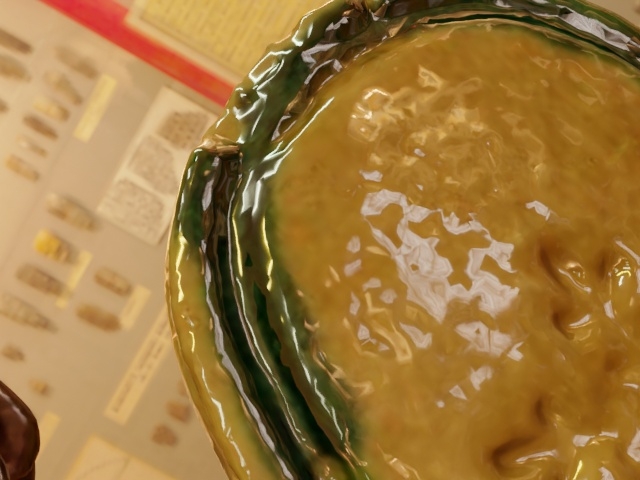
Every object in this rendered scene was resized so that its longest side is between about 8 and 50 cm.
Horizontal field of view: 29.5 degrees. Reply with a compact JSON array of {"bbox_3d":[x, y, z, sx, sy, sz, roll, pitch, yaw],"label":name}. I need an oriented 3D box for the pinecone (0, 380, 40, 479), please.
[{"bbox_3d":[-0.180,0.097,0.387,0.207,0.208,0.208,-59,6,10],"label":"pinecone"}]

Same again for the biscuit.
[{"bbox_3d":[0.124,0.043,0.389,0.287,0.344,0.057,-42,-2,-21],"label":"biscuit"}]
